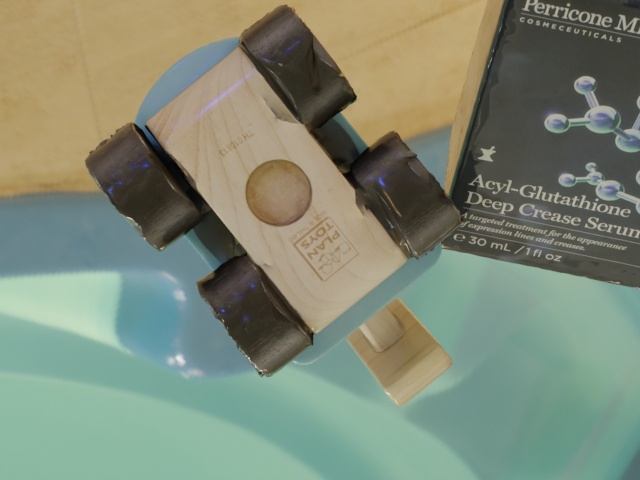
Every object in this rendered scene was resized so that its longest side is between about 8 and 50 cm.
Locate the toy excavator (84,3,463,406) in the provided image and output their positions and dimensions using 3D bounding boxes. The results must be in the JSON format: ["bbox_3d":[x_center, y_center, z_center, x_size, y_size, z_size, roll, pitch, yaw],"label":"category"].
[{"bbox_3d":[0.000,0.000,1.354,0.222,0.445,0.433,-39,96,1],"label":"toy excavator"}]

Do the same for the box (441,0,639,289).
[{"bbox_3d":[0.313,-0.163,1.521,0.396,0.293,0.212,100,1,-46],"label":"box"}]
